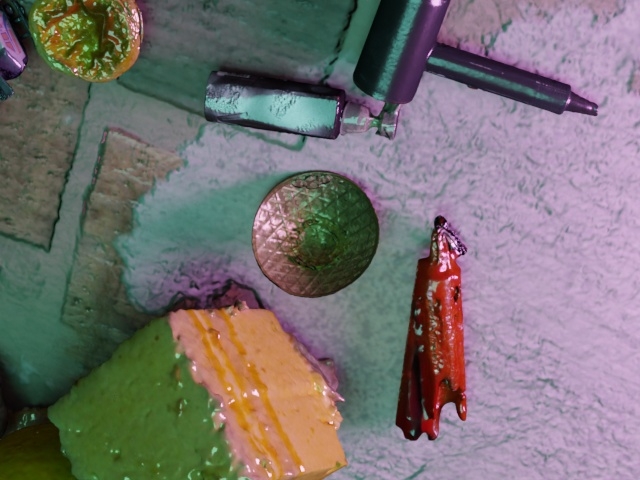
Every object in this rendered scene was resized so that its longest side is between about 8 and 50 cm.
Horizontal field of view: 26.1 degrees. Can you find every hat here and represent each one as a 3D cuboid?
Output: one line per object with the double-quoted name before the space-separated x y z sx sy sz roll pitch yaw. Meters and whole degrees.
"hat" 0.000 0.000 1.551 0.146 0.067 0.146 -3 76 11

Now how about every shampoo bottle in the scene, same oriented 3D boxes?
"shampoo bottle" -0.018 -0.143 1.474 0.207 0.057 0.063 9 112 5

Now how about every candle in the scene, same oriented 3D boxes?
"candle" 0.129 0.104 1.580 0.084 0.059 0.302 0 118 1

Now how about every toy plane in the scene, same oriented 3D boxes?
"toy plane" -0.366 -0.246 1.480 0.053 0.078 0.197 -24 97 25

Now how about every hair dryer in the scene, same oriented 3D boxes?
"hair dryer" 0.172 -0.187 1.416 0.255 0.070 0.128 15 120 -5

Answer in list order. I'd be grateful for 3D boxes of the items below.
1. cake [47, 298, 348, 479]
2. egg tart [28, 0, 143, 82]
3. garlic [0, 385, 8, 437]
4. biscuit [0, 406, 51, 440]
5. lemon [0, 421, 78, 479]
"cake" -0.118 0.218 1.590 0.227 0.286 0.222 -37 72 26
"egg tart" -0.248 -0.233 1.474 0.130 0.052 0.130 6 121 9
"garlic" -0.516 0.219 1.738 0.212 0.218 0.218 5 130 57
"biscuit" -0.358 0.312 1.810 0.220 0.033 0.220 4 118 8
"lemon" -0.311 0.340 1.656 0.267 0.267 0.267 5 119 9
